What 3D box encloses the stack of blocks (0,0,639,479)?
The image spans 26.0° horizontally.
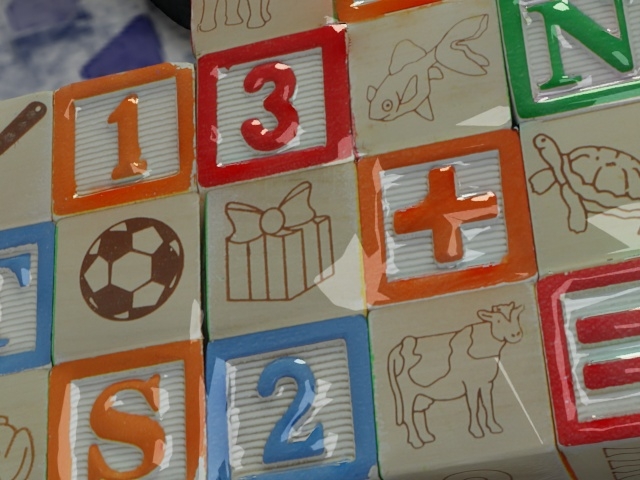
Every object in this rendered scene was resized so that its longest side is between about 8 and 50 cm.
[{"bbox_3d":[0.000,0.000,0.396,0.297,0.087,0.171,-12,63,14],"label":"stack of blocks"}]

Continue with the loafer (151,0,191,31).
[{"bbox_3d":[0.005,-0.174,0.579,0.078,0.076,0.223,42,71,18],"label":"loafer"}]
